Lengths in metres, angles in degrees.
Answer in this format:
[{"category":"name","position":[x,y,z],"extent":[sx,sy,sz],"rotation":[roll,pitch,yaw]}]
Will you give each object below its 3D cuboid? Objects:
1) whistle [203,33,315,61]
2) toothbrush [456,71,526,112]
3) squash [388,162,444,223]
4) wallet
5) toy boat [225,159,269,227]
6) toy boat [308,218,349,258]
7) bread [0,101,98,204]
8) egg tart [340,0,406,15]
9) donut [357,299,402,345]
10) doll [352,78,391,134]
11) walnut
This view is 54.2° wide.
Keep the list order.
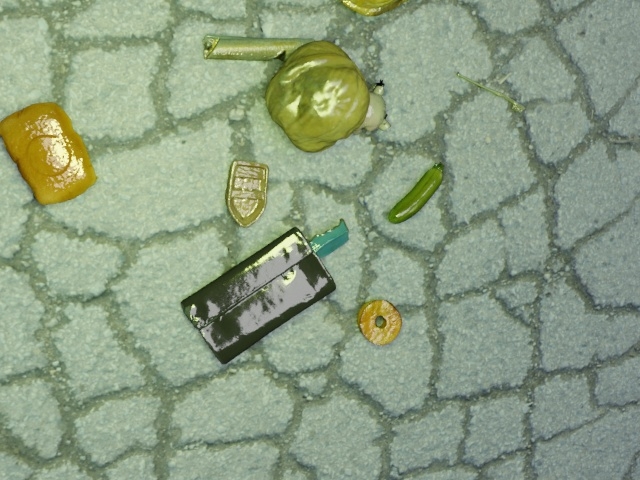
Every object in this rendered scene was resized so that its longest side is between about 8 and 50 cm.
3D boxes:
[{"category":"whistle","position":[-0.165,-0.536,1.750],"extent":[0.326,0.057,0.068],"rotation":[-4,97,-21]},{"category":"toothbrush","position":[0.565,-0.491,2.062],"extent":[0.294,0.026,0.028],"rotation":[23,104,-23]},{"category":"squash","position":[0.313,-0.143,1.996],"extent":[0.258,0.069,0.069],"rotation":[-46,111,-9]},{"category":"wallet","position":[-0.175,0.159,1.811],"extent":[0.406,0.062,0.228],"rotation":[-34,103,-4]},{"category":"toy boat","position":[-0.214,-0.132,1.791],"extent":[0.116,0.061,0.188],"rotation":[4,96,-23]},{"category":"toy boat","position":[0.000,0.000,1.897],"extent":[0.185,0.077,0.075],"rotation":[-33,150,-14]},{"category":"bread","position":[-0.677,-0.218,1.565],"extent":[0.174,0.121,0.245],"rotation":[-27,109,-17]},{"category":"egg tart","position":[0.165,-0.816,1.789],"extent":[0.351,0.153,0.339],"rotation":[40,86,-21]},{"category":"donut","position":[0.185,0.260,2.011],"extent":[0.152,0.058,0.152],"rotation":[-3,98,-21]},{"category":"doll","position":[0.121,-0.384,1.867],"extent":[0.192,0.095,0.149],"rotation":[-21,103,-15]},{"category":"walnut","position":[-0.009,-0.389,1.704],"extent":[0.277,0.282,0.253],"rotation":[-39,112,24]}]
